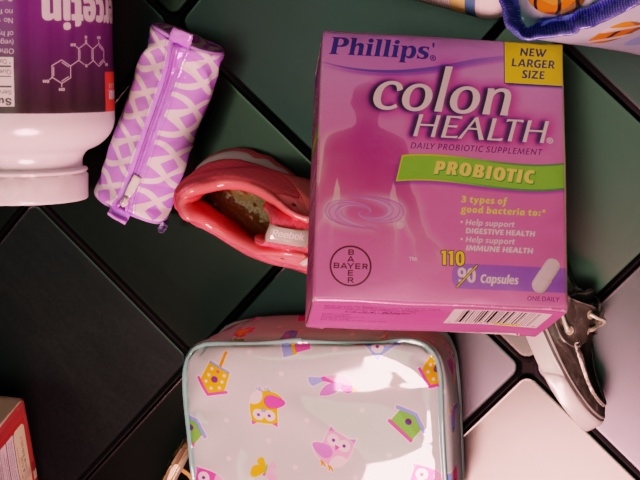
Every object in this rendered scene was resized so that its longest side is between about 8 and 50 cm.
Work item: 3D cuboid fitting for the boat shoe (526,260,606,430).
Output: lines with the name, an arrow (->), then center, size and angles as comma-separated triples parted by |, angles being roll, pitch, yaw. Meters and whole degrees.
boat shoe -> 0.229, 0.071, 1.160 | 0.070, 0.078, 0.219 | -24, 89, 19

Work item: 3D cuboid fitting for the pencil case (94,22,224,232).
pencil case -> -0.165, -0.116, 1.241 | 0.086, 0.088, 0.206 | 22, 103, 10

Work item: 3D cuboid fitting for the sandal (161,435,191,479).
sandal -> -0.154, 0.288, 1.311 | 0.049, 0.072, 0.180 | 15, 104, -2

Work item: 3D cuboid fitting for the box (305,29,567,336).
box -> 0.099, -0.047, 1.085 | 0.213, 0.117, 0.243 | 3, 74, -3

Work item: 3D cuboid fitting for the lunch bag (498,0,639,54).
lunch bag -> 0.247, -0.346, 0.943 | 0.239, 0.328, 0.385 | -13, 88, 33

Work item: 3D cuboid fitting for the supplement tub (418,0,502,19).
supplement tub -> 0.089, -0.291, 1.111 | 0.199, 0.144, 0.144 | 19, 103, 13

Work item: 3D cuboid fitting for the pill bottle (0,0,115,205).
pill bottle -> -0.295, -0.201, 1.217 | 0.181, 0.181, 0.323 | 2, 99, 16

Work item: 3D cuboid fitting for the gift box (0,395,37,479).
gift box -> -0.453, 0.299, 1.308 | 0.258, 0.276, 0.255 | 4, 112, 12

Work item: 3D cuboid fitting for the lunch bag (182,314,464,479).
lunch bag -> 0.001, 0.190, 1.228 | 0.279, 0.108, 0.224 | -3, 100, 17

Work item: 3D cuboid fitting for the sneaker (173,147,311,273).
sneaker -> -0.001, 0.000, 1.185 | 0.314, 0.136, 0.116 | 16, 103, 13
